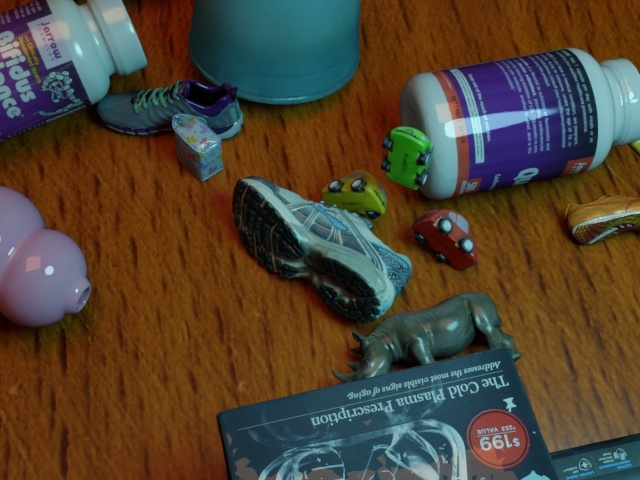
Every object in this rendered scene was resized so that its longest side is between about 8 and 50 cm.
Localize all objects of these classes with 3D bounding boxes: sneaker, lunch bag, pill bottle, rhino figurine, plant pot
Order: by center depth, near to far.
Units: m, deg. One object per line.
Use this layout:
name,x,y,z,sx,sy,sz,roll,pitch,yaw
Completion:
rhino figurine,0.130,0.135,1.260,0.243,0.073,0.106,-16,63,-9
sneaker,0.000,0.000,1.345,0.283,0.110,0.122,38,45,20
sneaker,0.432,-0.044,1.387,0.175,0.064,0.067,-6,47,-8
pill bottle,0.285,-0.170,1.394,0.323,0.181,0.181,-11,58,-7
pill bottle,-0.415,-0.256,1.432,0.302,0.169,0.169,-25,61,-8
lunch bag,-0.182,-0.141,1.435,0.053,0.071,0.083,-38,64,-24
plant pot,-0.059,-0.387,1.462,0.272,0.255,0.271,4,49,-5
sneaker,-0.227,-0.212,1.464,0.224,0.098,0.083,3,57,1

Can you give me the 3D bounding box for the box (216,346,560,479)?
box,0.087,0.322,1.077,0.343,0.179,0.312,-12,59,-8

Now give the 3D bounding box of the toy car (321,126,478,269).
toy car,0.117,-0.078,1.308,0.239,0.225,0.053,24,58,15

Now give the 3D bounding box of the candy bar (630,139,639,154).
candy bar,0.466,-0.175,1.497,0.040,0.018,0.161,-26,62,-17

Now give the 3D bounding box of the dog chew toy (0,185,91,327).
dog chew toy,-0.452,0.005,1.269,0.332,0.206,0.206,25,60,6

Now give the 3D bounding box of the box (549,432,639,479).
box,0.365,0.322,1.155,0.220,0.051,0.175,-10,58,-8
